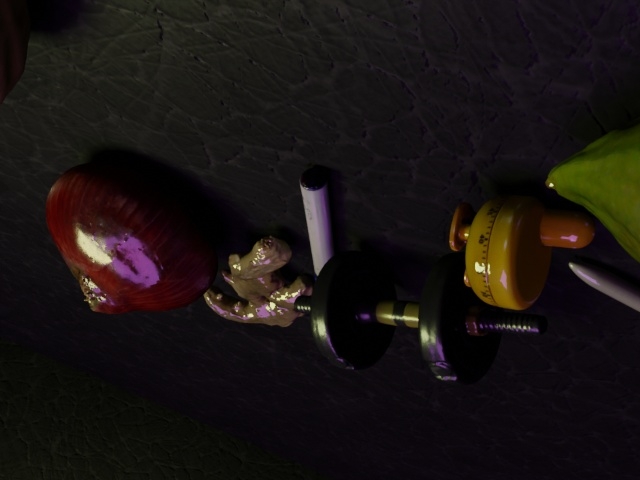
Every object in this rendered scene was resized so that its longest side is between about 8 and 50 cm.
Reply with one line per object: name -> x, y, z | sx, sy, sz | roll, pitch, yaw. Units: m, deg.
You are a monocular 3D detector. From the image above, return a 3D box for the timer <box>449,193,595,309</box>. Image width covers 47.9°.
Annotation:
timer -> 0.183, 0.010, 0.652 | 0.109, 0.107, 0.107 | 8, 150, 37

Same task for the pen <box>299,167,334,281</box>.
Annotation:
pen -> 0.000, 0.000, 0.869 | 0.033, 0.033, 0.269 | 17, 153, 14

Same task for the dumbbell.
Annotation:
dumbbell -> 0.097, 0.083, 0.816 | 0.325, 0.143, 0.143 | 0, 145, 40

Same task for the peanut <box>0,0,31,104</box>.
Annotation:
peanut -> -0.343, -0.234, 0.573 | 0.192, 0.170, 0.387 | 30, 152, 2

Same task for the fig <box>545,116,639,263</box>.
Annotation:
fig -> 0.276, -0.034, 0.467 | 0.233, 0.167, 0.167 | 52, 173, 37

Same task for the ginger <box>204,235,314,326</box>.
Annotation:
ginger -> -0.072, 0.059, 1.018 | 0.149, 0.065, 0.259 | 17, 150, -14

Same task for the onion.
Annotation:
onion -> -0.254, 0.005, 0.963 | 0.247, 0.161, 0.248 | 8, 137, 7

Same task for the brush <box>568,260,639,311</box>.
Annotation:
brush -> 0.379, 0.094, 0.719 | 0.299, 0.039, 0.042 | 26, 155, 0
